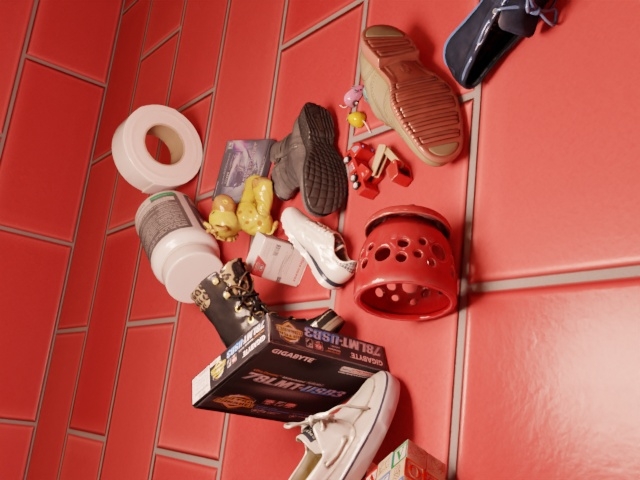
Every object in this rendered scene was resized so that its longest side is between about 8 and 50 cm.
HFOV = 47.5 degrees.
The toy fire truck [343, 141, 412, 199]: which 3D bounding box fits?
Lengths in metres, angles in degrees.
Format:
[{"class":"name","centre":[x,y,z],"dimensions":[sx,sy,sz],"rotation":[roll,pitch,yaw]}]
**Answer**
[{"class":"toy fire truck","centre":[0.125,-0.167,1.625],"dimensions":[0.135,0.047,0.192],"rotation":[-47,41,32]}]

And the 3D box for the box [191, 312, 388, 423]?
[{"class":"box","centre":[-0.066,0.276,1.484],"dimensions":[0.293,0.295,0.073],"rotation":[-40,44,37]}]

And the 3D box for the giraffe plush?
[{"class":"giraffe plush","centre":[-0.218,-0.065,1.916],"dimensions":[0.181,0.170,0.210],"rotation":[126,135,-60]}]

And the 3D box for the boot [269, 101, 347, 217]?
[{"class":"boot","centre":[-0.042,-0.157,1.824],"dimensions":[0.223,0.118,0.338],"rotation":[-45,37,45]}]

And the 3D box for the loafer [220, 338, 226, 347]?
[{"class":"loafer","centre":[-0.223,0.269,1.926],"dimensions":[0.061,0.062,0.170],"rotation":[-35,49,12]}]

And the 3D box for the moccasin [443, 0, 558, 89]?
[{"class":"moccasin","centre":[0.366,-0.415,1.348],"dimensions":[0.342,0.137,0.117],"rotation":[-54,41,48]}]

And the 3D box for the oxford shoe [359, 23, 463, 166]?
[{"class":"oxford shoe","centre":[0.189,-0.288,1.553],"dimensions":[0.147,0.140,0.397],"rotation":[100,157,-52]}]

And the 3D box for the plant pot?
[{"class":"plant pot","centre":[0.160,0.041,1.369],"dimensions":[0.191,0.191,0.174],"rotation":[-30,46,45]}]

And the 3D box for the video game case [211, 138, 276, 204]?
[{"class":"video game case","centre":[-0.230,-0.203,2.158],"dimensions":[0.274,0.026,0.196],"rotation":[9,84,56]}]

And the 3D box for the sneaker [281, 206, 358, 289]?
[{"class":"sneaker","centre":[0.000,0.000,1.666],"dimensions":[0.235,0.090,0.095],"rotation":[52,123,22]}]

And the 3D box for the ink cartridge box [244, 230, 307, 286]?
[{"class":"ink cartridge box","centre":[-0.105,0.046,1.779],"dimensions":[0.056,0.135,0.099],"rotation":[33,103,58]}]

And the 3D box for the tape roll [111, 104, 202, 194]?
[{"class":"tape roll","centre":[-0.534,-0.297,2.396],"dimensions":[0.100,0.286,0.286],"rotation":[-22,59,48]}]

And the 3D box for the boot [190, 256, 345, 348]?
[{"class":"boot","centre":[-0.135,0.169,1.660],"dimensions":[0.284,0.138,0.377],"rotation":[56,138,4]}]

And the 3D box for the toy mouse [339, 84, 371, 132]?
[{"class":"toy mouse","centre":[0.096,-0.345,1.756],"dimensions":[0.161,0.031,0.143],"rotation":[34,104,55]}]

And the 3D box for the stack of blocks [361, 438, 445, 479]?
[{"class":"stack of blocks","centre":[0.094,0.483,1.291],"dimensions":[0.297,0.087,0.171],"rotation":[-51,9,29]}]

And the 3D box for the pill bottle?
[{"class":"pill bottle","centre":[-0.419,0.016,2.171],"dimensions":[0.204,0.204,0.361],"rotation":[-61,36,17]}]

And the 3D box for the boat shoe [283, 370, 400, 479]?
[{"class":"boat shoe","centre":[0.007,0.376,1.355],"dimensions":[0.367,0.156,0.136],"rotation":[-56,7,-21]}]
